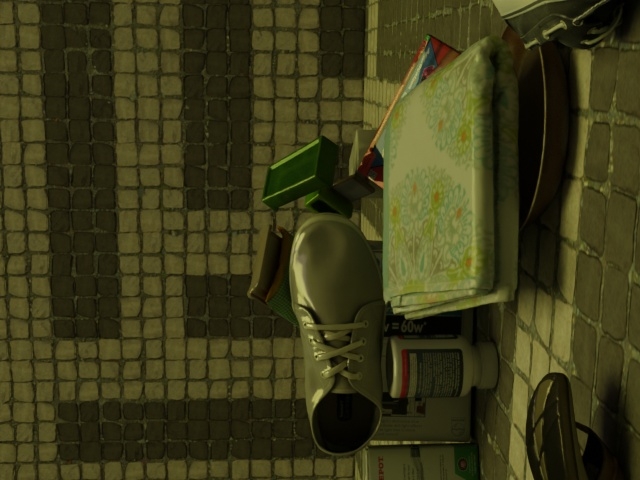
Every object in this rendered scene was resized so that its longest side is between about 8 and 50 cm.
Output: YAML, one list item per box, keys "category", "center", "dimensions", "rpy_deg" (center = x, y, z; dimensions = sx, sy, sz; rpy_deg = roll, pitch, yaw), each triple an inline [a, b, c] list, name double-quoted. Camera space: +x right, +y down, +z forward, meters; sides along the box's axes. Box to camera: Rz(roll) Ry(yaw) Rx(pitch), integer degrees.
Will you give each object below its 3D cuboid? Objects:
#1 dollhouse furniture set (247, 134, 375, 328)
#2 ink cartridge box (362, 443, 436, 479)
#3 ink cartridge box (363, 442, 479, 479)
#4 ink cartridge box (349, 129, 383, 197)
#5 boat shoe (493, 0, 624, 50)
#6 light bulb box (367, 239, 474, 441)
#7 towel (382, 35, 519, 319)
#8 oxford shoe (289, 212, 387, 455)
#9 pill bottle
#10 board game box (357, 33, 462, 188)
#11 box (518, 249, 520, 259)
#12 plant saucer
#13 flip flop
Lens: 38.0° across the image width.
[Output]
- category: "dollhouse furniture set"
  center: [0.000, 0.000, 1.696]
  dimensions: [0.151, 0.197, 0.302]
  rpy_deg: [-23, 46, 38]
- category: "ink cartridge box"
  center: [0.193, 0.507, 1.908]
  dimensions: [0.332, 0.065, 0.165]
  rpy_deg: [12, -106, -58]
- category: "ink cartridge box"
  center: [0.184, 0.454, 1.722]
  dimensions: [0.087, 0.208, 0.153]
  rpy_deg: [119, 151, -80]
- category: "ink cartridge box"
  center: [0.169, -0.150, 1.845]
  dimensions: [0.160, 0.219, 0.093]
  rpy_deg: [103, 167, -71]
- category: "boat shoe"
  center: [0.295, -0.267, 1.043]
  dimensions: [0.102, 0.108, 0.301]
  rpy_deg: [59, 168, -11]
- category: "light bulb box"
  center: [0.164, 0.187, 1.883]
  dimensions: [0.358, 0.225, 0.361]
  rpy_deg: [-138, 49, -85]
- category: "towel"
  center: [0.192, -0.076, 1.390]
  dimensions: [0.320, 0.090, 0.375]
  rpy_deg: [159, 114, -68]
- category: "oxford shoe"
  center: [0.035, 0.175, 1.601]
  dimensions: [0.130, 0.169, 0.449]
  rpy_deg: [-78, -16, -75]
- category: "pill bottle"
  center: [0.207, 0.216, 1.595]
  dimensions: [0.108, 0.180, 0.108]
  rpy_deg: [180, 90, -86]
- category: "board game box"
  center: [0.183, -0.209, 1.661]
  dimensions: [0.027, 0.145, 0.281]
  rpy_deg: [-6, -52, -56]
- category: "box"
  center: [0.251, -0.019, 1.582]
  dimensions: [0.261, 0.103, 0.184]
  rpy_deg: [104, 163, -72]
- category: "plant saucer"
  center: [0.294, -0.163, 1.328]
  dimensions: [0.310, 0.050, 0.311]
  rpy_deg: [180, 90, -85]
- category: "flip flop"
  center: [0.306, 0.284, 1.050]
  dimensions: [0.112, 0.080, 0.277]
  rpy_deg: [112, 143, -67]
